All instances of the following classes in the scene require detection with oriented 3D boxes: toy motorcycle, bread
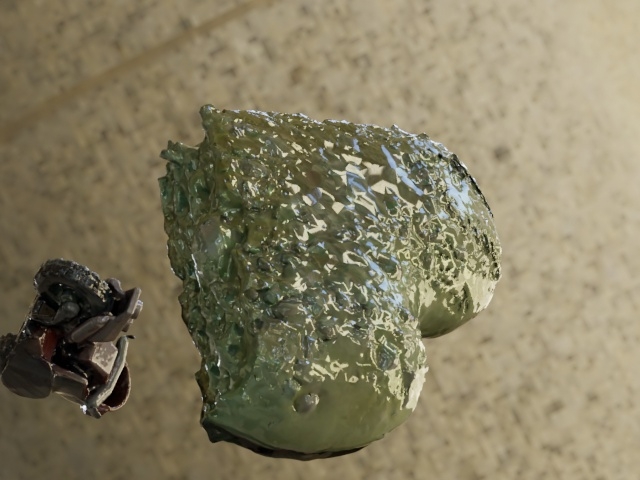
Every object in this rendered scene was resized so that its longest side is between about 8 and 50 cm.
[{"bbox_3d":[-0.200,0.087,1.540,0.213,0.122,0.082,129,160,-55],"label":"toy motorcycle"},{"bbox_3d":[0.000,0.000,0.883,0.232,0.172,0.064,-43,-7,-50],"label":"bread"}]
